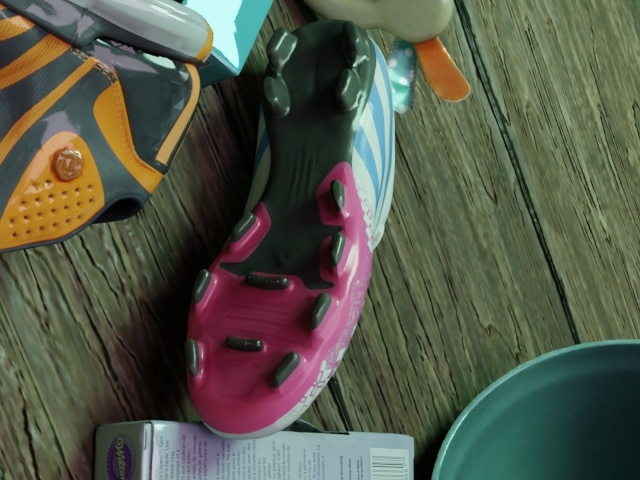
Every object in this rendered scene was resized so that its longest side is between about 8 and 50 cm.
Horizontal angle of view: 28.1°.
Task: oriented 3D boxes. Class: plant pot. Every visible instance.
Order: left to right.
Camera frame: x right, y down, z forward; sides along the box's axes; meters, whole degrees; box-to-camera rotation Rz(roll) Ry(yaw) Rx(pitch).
[{"bbox_3d":[0.245,0.250,1.002,0.293,0.293,0.196,-56,145,-35],"label":"plant pot"}]

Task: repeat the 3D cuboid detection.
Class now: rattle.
[{"bbox_3d":[0.057,-0.208,1.021,0.200,0.130,0.143,50,7,-12],"label":"rattle"}]

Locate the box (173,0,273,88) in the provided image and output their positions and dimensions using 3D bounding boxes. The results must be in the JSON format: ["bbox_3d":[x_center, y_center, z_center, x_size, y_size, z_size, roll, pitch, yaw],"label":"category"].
[{"bbox_3d":[-0.065,-0.212,0.893,0.060,0.100,0.244,40,56,-30],"label":"box"}]

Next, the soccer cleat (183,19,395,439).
[{"bbox_3d":[0.000,0.000,0.889,0.143,0.116,0.331,60,37,-52],"label":"soccer cleat"}]

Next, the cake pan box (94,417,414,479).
[{"bbox_3d":[-0.038,0.247,0.851,0.245,0.070,0.267,10,75,-44],"label":"cake pan box"}]

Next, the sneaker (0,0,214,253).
[{"bbox_3d":[-0.226,-0.090,0.698,0.321,0.124,0.180,19,92,-19],"label":"sneaker"}]
